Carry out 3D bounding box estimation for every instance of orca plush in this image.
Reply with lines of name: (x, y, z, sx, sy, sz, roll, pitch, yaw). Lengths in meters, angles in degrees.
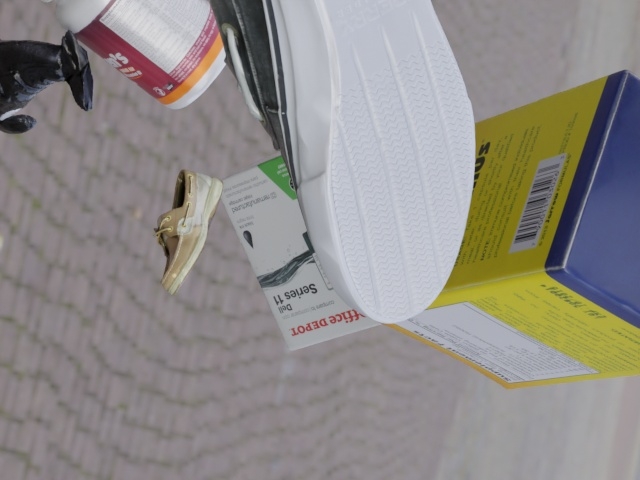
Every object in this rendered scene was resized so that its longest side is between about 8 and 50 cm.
orca plush: (-0.368, -0.149, 1.931, 0.102, 0.287, 0.151, -56, 138, -35)

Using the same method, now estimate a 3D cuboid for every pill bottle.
pill bottle: (-0.208, -0.251, 1.902, 0.121, 0.221, 0.121, -41, -154, 26)

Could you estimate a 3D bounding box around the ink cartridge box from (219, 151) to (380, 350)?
ink cartridge box: (0.000, 0.000, 1.901, 0.087, 0.153, 0.208, -30, 98, -49)

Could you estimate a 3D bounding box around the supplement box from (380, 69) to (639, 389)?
supplement box: (0.223, 0.003, 1.626, 0.356, 0.194, 0.195, -16, -130, 61)

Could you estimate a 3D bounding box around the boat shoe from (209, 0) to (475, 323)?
boat shoe: (0.004, -0.114, 1.068, 0.121, 0.119, 0.335, -24, 114, -31)

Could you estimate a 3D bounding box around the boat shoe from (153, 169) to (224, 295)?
boat shoe: (-0.125, -0.009, 1.565, 0.050, 0.045, 0.135, -53, -164, 43)
